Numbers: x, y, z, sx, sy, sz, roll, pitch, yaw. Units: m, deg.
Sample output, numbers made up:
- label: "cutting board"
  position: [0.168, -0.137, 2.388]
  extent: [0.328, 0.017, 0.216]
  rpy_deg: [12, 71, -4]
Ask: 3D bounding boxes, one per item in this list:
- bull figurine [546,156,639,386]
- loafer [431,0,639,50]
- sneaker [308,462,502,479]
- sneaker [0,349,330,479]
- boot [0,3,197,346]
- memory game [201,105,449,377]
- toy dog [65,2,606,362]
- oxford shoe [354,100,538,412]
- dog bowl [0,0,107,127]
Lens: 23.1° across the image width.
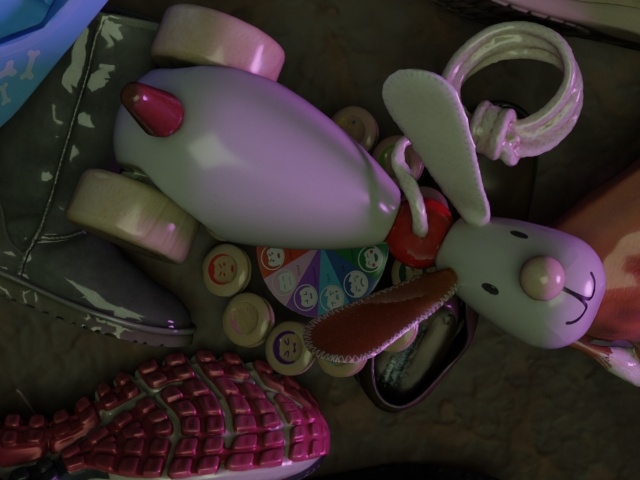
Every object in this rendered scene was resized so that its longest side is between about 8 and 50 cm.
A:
- label: "bull figurine"
  position: [0.274, -0.023, 1.020]
  extent: [0.310, 0.101, 0.188]
  rpy_deg: [-33, 124, 13]
- label: "loafer"
  position: [0.177, -0.178, 1.026]
  extent: [0.268, 0.102, 0.092]
  rpy_deg: [11, 91, -17]
- label: "sneaker"
  position: [0.031, 0.231, 1.097]
  extent: [0.227, 0.087, 0.130]
  rpy_deg: [-11, 103, 2]
- label: "sneaker"
  position: [-0.140, 0.163, 1.071]
  extent: [0.299, 0.121, 0.112]
  rpy_deg: [-13, 129, -1]
- label: "boot"
  position: [-0.142, -0.048, 1.050]
  extent: [0.189, 0.076, 0.209]
  rpy_deg: [21, 92, -9]
- label: "memory game"
  position: [0.000, 0.000, 1.040]
  extent: [0.186, 0.012, 0.186]
  rpy_deg: [-3, 83, 26]
- label: "toy dog"
  position: [0.003, -0.038, 0.928]
  extent: [0.333, 0.161, 0.220]
  rpy_deg: [1, 85, 7]
- label: "oxford shoe"
  position: [0.093, 0.016, 1.055]
  extent: [0.082, 0.096, 0.227]
  rpy_deg: [20, 97, -5]
- label: "dog bowl"
  position: [-0.193, -0.181, 0.974]
  extent: [0.297, 0.166, 0.074]
  rpy_deg: [-50, 136, 6]
